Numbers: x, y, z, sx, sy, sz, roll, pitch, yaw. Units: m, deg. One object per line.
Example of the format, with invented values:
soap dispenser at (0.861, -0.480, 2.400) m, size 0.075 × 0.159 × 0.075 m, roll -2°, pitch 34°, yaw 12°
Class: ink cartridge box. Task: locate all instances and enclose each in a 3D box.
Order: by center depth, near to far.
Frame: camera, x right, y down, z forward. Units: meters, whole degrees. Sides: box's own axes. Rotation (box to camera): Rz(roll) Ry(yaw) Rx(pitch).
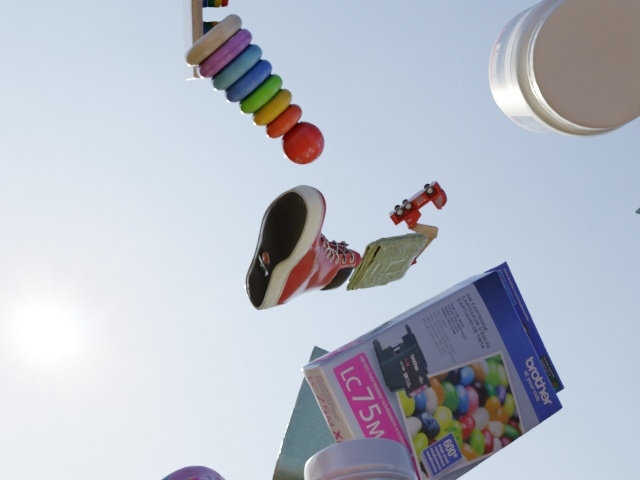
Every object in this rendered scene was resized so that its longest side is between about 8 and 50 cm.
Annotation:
ink cartridge box at (0.151, 0.159, 1.044) m, size 0.065 × 0.311 × 0.185 m, roll -26°, pitch -91°, yaw 62°

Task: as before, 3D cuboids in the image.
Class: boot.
boot at (0.000, 0.000, 1.351) m, size 0.176 × 0.088 × 0.244 m, roll -12°, pitch -34°, yaw -31°

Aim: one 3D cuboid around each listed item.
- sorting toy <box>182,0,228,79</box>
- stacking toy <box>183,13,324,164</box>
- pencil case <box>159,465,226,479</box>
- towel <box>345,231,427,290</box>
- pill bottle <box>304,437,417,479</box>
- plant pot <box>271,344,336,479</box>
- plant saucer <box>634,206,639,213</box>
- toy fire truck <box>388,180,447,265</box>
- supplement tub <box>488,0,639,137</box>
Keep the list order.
sorting toy at (-0.251, -0.486, 2.012) m, size 0.089 × 0.257 × 0.255 m, roll -2°, pitch 9°, yaw -12°
stacking toy at (-0.117, -0.282, 1.817) m, size 0.330 × 0.141 × 0.141 m, roll 50°, pitch -37°, yaw -13°
pencil case at (-0.030, 0.264, 0.666) m, size 0.284 × 0.124 × 0.124 m, roll 11°, pitch -29°, yaw 47°
towel at (0.109, 0.033, 1.511) m, size 0.027 × 0.148 × 0.110 m, roll 49°, pitch -53°, yaw 27°
pill bottle at (0.047, 0.282, 0.764) m, size 0.119 × 0.208 × 0.119 m, roll -6°, pitch -39°, yaw -5°
plant pot at (0.064, 0.349, 1.336) m, size 0.252 × 0.247 × 0.247 m, roll 15°, pitch -54°, yaw 3°
plant saucer at (0.642, -0.044, 1.636) m, size 0.192 × 0.018 × 0.067 m, roll 1°, pitch 14°, yaw -42°
toy fire truck at (0.233, -0.036, 2.160) m, size 0.135 × 0.192 × 0.047 m, roll 53°, pitch 7°, yaw -11°
supplement tub at (0.337, -0.234, 1.215) m, size 0.191 × 0.191 × 0.272 m, roll 25°, pitch 8°, yaw -3°
